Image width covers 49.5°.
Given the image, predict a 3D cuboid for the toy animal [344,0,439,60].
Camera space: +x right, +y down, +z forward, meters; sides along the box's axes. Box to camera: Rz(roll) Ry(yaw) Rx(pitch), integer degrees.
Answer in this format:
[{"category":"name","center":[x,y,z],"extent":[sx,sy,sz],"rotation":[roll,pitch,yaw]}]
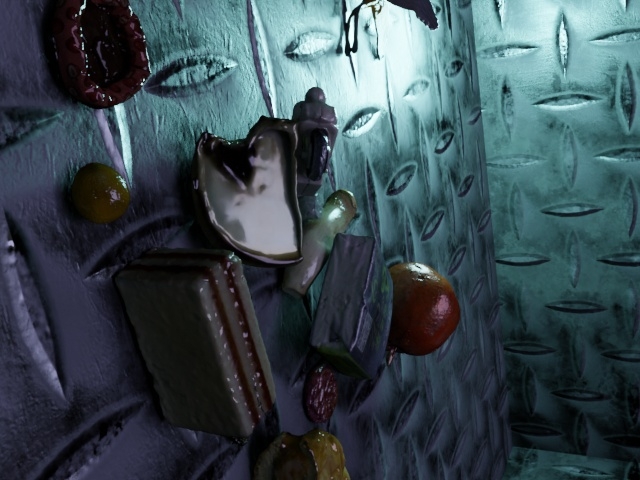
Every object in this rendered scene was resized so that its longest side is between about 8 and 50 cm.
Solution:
[{"category":"toy animal","center":[0.143,-0.678,1.987],"extent":[0.284,0.225,0.302],"rotation":[-16,91,-41]}]

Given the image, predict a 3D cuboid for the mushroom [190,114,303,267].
[{"category":"mushroom","center":[-0.157,-0.102,1.366],"extent":[0.217,0.212,0.292],"rotation":[-2,103,-21]}]

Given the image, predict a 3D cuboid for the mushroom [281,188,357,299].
[{"category":"mushroom","center":[0.000,0.000,1.693],"extent":[0.351,0.095,0.123],"rotation":[-57,155,-44]}]

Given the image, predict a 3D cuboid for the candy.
[{"category":"candy","center":[-0.205,0.171,1.192],"extent":[0.135,0.179,0.321],"rotation":[-47,129,-53]}]

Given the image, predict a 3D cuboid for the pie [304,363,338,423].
[{"category":"pie","center":[0.004,0.388,1.758],"extent":[0.154,0.036,0.154],"rotation":[-4,94,-63]}]

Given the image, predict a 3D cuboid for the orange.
[{"category":"orange","center":[-0.334,-0.073,1.055],"extent":[0.085,0.085,0.095],"rotation":[-28,104,-60]}]

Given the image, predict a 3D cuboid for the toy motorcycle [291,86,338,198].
[{"category":"toy motorcycle","center":[-0.025,-0.210,1.489],"extent":[0.340,0.108,0.223],"rotation":[144,-49,-77]}]

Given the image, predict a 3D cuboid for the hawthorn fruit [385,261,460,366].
[{"category":"hawthorn fruit","center":[0.262,0.231,2.039],"extent":[0.307,0.276,0.276],"rotation":[-59,141,-24]}]

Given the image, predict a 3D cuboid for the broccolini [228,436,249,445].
[{"category":"broccolini","center":[-0.202,0.359,1.355],"extent":[0.218,0.042,0.044],"rotation":[45,50,-51]}]

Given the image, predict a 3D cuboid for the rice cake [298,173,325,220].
[{"category":"rice cake","center":[-0.023,-0.148,1.672],"extent":[0.063,0.069,0.206],"rotation":[28,67,-60]}]

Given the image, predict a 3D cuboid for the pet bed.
[{"category":"pet bed","center":[-0.340,-0.303,1.077],"extent":[0.201,0.053,0.201],"rotation":[-4,90,-67]}]

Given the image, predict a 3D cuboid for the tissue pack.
[{"category":"tissue pack","center":[0.092,0.179,1.738],"extent":[0.394,0.124,0.288],"rotation":[57,44,-67]}]

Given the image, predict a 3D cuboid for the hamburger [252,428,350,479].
[{"category":"hamburger","center":[-0.029,0.564,1.558],"extent":[0.209,0.162,0.330],"rotation":[-20,105,-64]}]
